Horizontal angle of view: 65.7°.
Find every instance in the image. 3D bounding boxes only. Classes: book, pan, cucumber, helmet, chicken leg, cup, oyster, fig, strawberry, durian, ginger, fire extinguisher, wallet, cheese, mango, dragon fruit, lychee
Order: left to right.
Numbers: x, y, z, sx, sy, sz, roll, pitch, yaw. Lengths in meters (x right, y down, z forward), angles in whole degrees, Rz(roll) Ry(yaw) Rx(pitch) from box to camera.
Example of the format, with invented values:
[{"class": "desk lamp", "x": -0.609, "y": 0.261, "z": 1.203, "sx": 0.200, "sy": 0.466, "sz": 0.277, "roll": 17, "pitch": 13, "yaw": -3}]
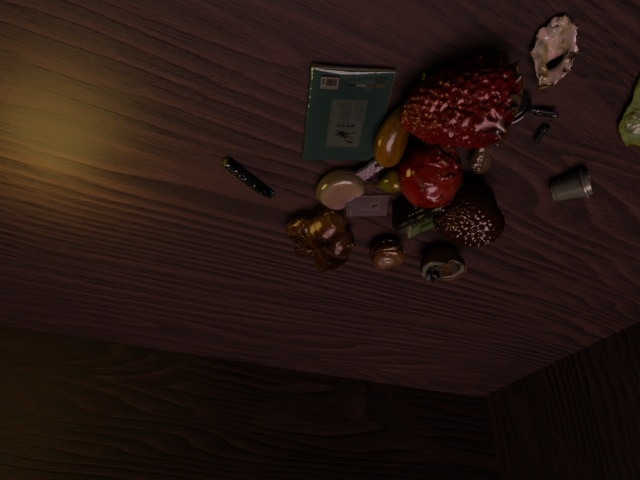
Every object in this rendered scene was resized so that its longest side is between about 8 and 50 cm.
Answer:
[{"class": "cucumber", "x": -0.262, "y": -0.221, "z": 1.829, "sx": 0.044, "sy": 0.043, "sz": 0.256, "roll": -22, "pitch": 141, "yaw": 31}, {"class": "ginger", "x": 0.006, "y": 0.007, "z": 2.067, "sx": 0.273, "sy": 0.153, "sz": 0.358, "roll": -12, "pitch": 141, "yaw": 11}, {"class": "book", "x": 0.082, "y": -0.403, "z": 1.625, "sx": 0.263, "sy": 0.031, "sz": 0.380, "roll": 2, "pitch": 143, "yaw": -7}, {"class": "cheese", "x": 0.116, "y": -0.214, "z": 1.835, "sx": 0.286, "sy": 0.082, "sz": 0.163, "roll": -28, "pitch": 138, "yaw": 30}, {"class": "book", "x": 0.183, "y": -0.140, "z": 2.000, "sx": 0.181, "sy": 0.014, "sz": 0.127, "roll": -2, "pitch": 143, "yaw": -2}, {"class": "fig", "x": 0.243, "y": -0.222, "z": 1.865, "sx": 0.166, "sy": 0.094, "sz": 0.093, "roll": 0, "pitch": 155, "yaw": 46}, {"class": "mango", "x": 0.245, "y": -0.346, "z": 1.647, "sx": 0.136, "sy": 0.099, "sz": 0.228, "roll": -23, "pitch": 145, "yaw": -44}, {"class": "wallet", "x": 0.376, "y": -0.135, "z": 1.893, "sx": 0.250, "sy": 0.149, "sz": 0.044, "roll": -25, "pitch": 136, "yaw": 38}, {"class": "dragon fruit", "x": 0.381, "y": -0.231, "z": 1.723, "sx": 0.240, "sy": 0.241, "sz": 0.252, "roll": -5, "pitch": 168, "yaw": 2}, {"class": "helmet", "x": 0.551, "y": 0.098, "z": 2.257, "sx": 0.224, "sy": 0.130, "sz": 0.198, "roll": 12, "pitch": 146, "yaw": -36}, {"class": "strawberry", "x": 0.419, "y": -0.420, "z": 1.480, "sx": 0.342, "sy": 0.292, "sz": 0.292, "roll": 12, "pitch": 145, "yaw": 10}, {"class": "lychee", "x": 0.556, "y": -0.097, "z": 1.889, "sx": 0.267, "sy": 0.268, "sz": 0.268, "roll": -2, "pitch": 143, "yaw": -2}, {"class": "chicken leg", "x": 0.573, "y": -0.316, "z": 1.759, "sx": 0.084, "sy": 0.069, "sz": 0.198, "roll": -6, "pitch": 136, "yaw": 1}, {"class": "pan", "x": 0.673, "y": -0.433, "z": 1.639, "sx": 0.234, "sy": 0.028, "sz": 0.136, "roll": 6, "pitch": 143, "yaw": -7}, {"class": "fire extinguisher", "x": 0.766, "y": -0.372, "z": 1.734, "sx": 0.038, "sy": 0.025, "sz": 0.083, "roll": 34, "pitch": 143, "yaw": 13}, {"class": "oyster", "x": 0.689, "y": -0.553, "z": 1.456, "sx": 0.132, "sy": 0.072, "sz": 0.209, "roll": -13, "pitch": 123, "yaw": 23}, {"class": "cup", "x": 0.962, "y": -0.207, "z": 1.904, "sx": 0.141, "sy": 0.120, "sz": 0.120, "roll": -15, "pitch": 143, "yaw": 31}, {"class": "durian", "x": 1.116, "y": -0.465, "z": 1.608, "sx": 0.198, "sy": 0.163, "sz": 0.395, "roll": 24, "pitch": 151, "yaw": 31}]

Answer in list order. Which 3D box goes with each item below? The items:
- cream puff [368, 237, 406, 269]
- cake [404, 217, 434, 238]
[{"class": "cream puff", "x": 0.295, "y": 0.052, "z": 2.183, "sx": 0.165, "sy": 0.115, "sz": 0.150, "roll": 0, "pitch": 137, "yaw": 11}, {"class": "cake", "x": 0.457, "y": -0.081, "z": 2.035, "sx": 0.235, "sy": 0.099, "sz": 0.100, "roll": -7, "pitch": 145, "yaw": 2}]
